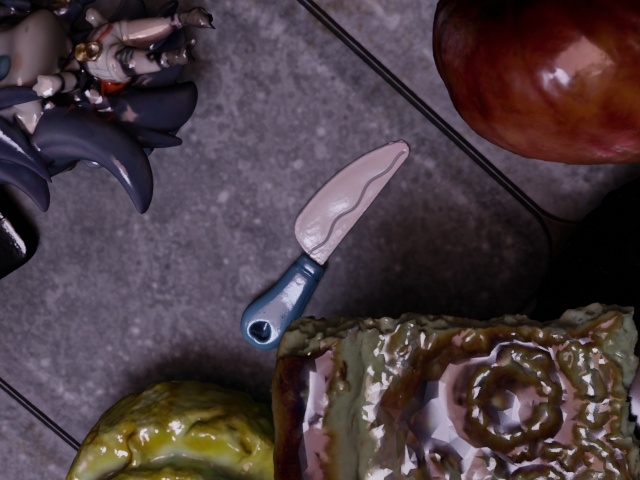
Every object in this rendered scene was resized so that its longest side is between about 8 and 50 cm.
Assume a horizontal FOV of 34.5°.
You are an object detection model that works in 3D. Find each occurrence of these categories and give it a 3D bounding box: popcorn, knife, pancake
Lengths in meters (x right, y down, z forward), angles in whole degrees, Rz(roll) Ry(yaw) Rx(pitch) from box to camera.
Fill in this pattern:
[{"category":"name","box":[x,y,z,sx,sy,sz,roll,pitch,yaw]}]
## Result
[{"category":"popcorn","box":[-0.128,0.232,0.972,0.221,0.183,0.204,-17,101,6]},{"category":"knife","box":[-0.002,-0.001,0.981,0.058,0.032,0.244,34,101,6]},{"category":"pancake","box":[0.124,0.234,0.741,0.305,0.067,0.426,-19,84,18]}]

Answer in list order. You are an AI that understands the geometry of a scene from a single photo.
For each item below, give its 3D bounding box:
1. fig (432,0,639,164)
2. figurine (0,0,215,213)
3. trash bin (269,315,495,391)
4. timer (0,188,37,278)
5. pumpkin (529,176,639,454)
[{"category":"fig","box":[0.220,-0.164,0.821,0.263,0.224,0.224,5,105,-11]},{"category":"figurine","box":[-0.223,-0.130,0.894,0.265,0.175,0.197,15,123,10]},{"category":"trash bin","box":[0.108,0.274,0.928,0.259,0.295,0.381,-10,93,9]},{"category":"timer","box":[-0.379,-0.031,1.000,0.144,0.055,0.187,-30,104,14]},{"category":"pumpkin","box":[0.320,0.083,0.857,0.315,0.238,0.315,1,79,-5]}]
